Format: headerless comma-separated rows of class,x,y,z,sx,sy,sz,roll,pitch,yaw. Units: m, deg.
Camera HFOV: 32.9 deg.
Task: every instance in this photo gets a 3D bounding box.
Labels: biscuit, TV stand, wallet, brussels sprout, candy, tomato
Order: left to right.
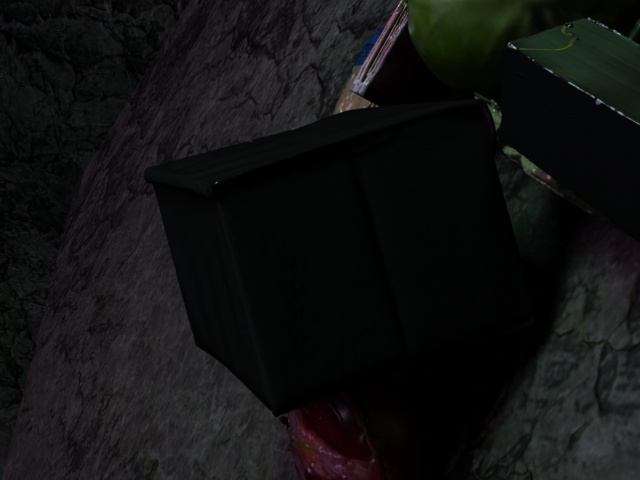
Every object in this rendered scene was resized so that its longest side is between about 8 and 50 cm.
tomato,0.044,0.194,1.039,0.173,0.099,0.189,18,121,55
candy,0.071,-0.234,1.566,0.136,0.038,0.088,-63,33,21
wallet,0.118,-0.184,1.179,0.025,0.232,0.119,34,100,27
brussels sprout,0.199,-0.232,1.008,0.244,0.244,0.244,-49,25,32
biscuit,0.203,-0.064,0.924,0.040,0.121,0.199,-59,22,12
TV stand,0.232,-0.054,0.722,0.269,0.083,0.088,46,149,46

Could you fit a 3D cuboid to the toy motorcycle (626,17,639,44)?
toy motorcycle,0.298,-0.134,0.790,0.275,0.125,0.187,-41,36,56

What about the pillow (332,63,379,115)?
pillow,0.089,-0.197,1.438,0.232,0.043,0.126,-1,60,59

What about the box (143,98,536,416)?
box,0.000,-0.001,1.032,0.345,0.251,0.204,-162,56,-72
